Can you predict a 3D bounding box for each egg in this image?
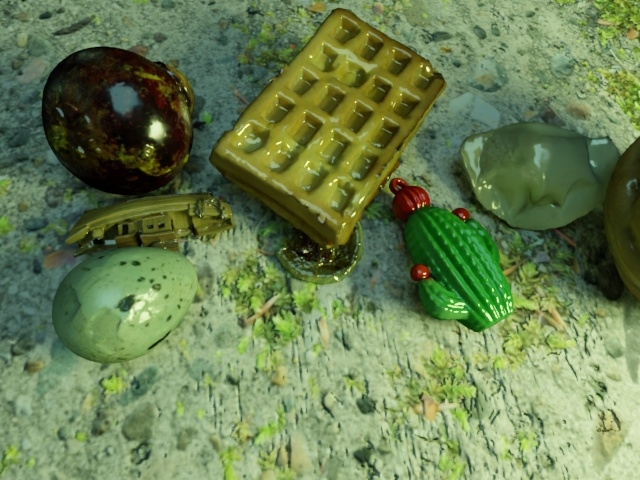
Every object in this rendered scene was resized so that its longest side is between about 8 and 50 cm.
[{"bbox_3d":[-0.220,0.068,0.534,0.164,0.131,0.131,-32,74,-26],"label":"egg"}]

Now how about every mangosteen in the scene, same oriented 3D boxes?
[{"bbox_3d":[-0.250,-0.165,0.622,0.192,0.192,0.217,34,34,7],"label":"mangosteen"}]

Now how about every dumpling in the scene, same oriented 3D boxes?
[{"bbox_3d":[0.326,-0.099,0.707,0.216,0.126,0.166,3,92,-22],"label":"dumpling"}]

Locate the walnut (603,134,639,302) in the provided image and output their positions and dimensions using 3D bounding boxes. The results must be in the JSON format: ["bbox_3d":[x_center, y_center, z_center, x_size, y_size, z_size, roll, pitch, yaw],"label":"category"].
[{"bbox_3d":[0.545,-0.044,0.600,0.334,0.332,0.332,3,66,-7],"label":"walnut"}]

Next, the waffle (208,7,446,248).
[{"bbox_3d":[0.019,-0.168,0.661,0.224,0.098,0.327,33,68,5],"label":"waffle"}]

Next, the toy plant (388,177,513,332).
[{"bbox_3d":[0.185,0.013,0.647,0.155,0.088,0.240,6,54,-19],"label":"toy plant"}]

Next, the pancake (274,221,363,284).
[{"bbox_3d":[0.005,0.003,0.657,0.116,0.022,0.129,25,70,3],"label":"pancake"}]

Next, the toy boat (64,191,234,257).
[{"bbox_3d":[-0.219,-0.015,0.604,0.206,0.064,0.072,-12,52,-13],"label":"toy boat"}]
